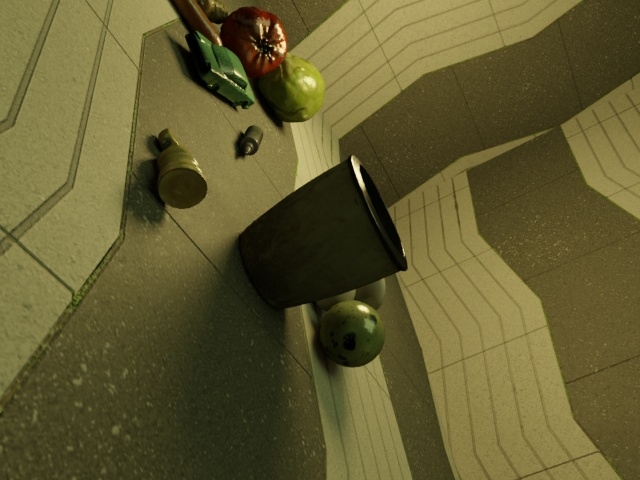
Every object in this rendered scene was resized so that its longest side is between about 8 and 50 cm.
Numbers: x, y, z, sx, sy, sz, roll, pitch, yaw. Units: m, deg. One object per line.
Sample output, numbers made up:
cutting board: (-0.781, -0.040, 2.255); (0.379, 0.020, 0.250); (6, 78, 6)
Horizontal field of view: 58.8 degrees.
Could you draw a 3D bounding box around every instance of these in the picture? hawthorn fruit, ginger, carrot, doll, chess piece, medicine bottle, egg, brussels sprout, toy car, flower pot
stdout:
hawthorn fruit: (-0.250, -0.698, 1.970); (0.271, 0.242, 0.242); (44, -6, 48)
ginger: (-0.369, -0.773, 1.898); (0.104, 0.080, 0.204); (37, 16, -7)
carrot: (-0.371, -0.660, 1.712); (0.225, 0.067, 0.067); (55, 16, -30)
doll: (0.072, 0.137, 1.676); (0.251, 0.221, 0.221); (33, 21, -11)
chess piece: (-0.278, -0.147, 1.112); (0.090, 0.090, 0.200); (54, 6, -37)
medicine bottle: (-0.205, -0.286, 1.668); (0.058, 0.057, 0.199); (59, 15, -22)
egg: (0.085, 0.249, 1.534); (0.228, 0.177, 0.177); (17, 48, -86)
brussels sprout: (-0.117, -0.603, 2.251); (0.273, 0.243, 0.317); (29, 25, -26)
toy car: (-0.280, -0.490, 1.669); (0.142, 0.097, 0.320); (67, 14, 10)
flower pot: (0.000, 0.000, 1.333); (0.294, 0.330, 0.294); (60, 12, -22)
